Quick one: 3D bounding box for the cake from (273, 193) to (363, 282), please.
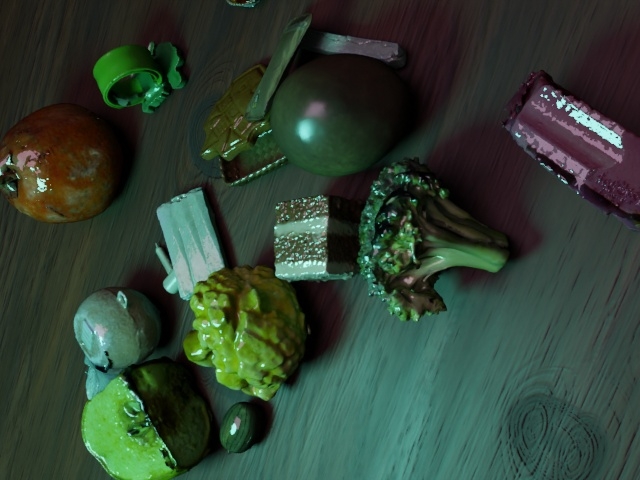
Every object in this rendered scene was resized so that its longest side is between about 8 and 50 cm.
[{"bbox_3d":[0.000,0.000,1.508,0.134,0.135,0.147,-10,79,34],"label":"cake"}]

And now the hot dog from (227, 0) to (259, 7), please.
[{"bbox_3d":[-0.134,-0.554,1.655,0.108,0.059,0.191,27,106,35],"label":"hot dog"}]

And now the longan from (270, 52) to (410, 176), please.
[{"bbox_3d":[0.026,-0.218,1.454,0.246,0.246,0.215,17,111,33],"label":"longan"}]

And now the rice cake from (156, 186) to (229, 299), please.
[{"bbox_3d":[-0.261,0.003,1.722,0.124,0.038,0.211,-26,75,8],"label":"rice cake"}]

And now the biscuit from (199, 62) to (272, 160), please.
[{"bbox_3d":[-0.161,-0.240,1.628,0.215,0.034,0.182,-47,42,9],"label":"biscuit"}]

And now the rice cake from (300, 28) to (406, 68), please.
[{"bbox_3d":[0.049,-0.354,1.534,0.245,0.045,0.042,19,89,34],"label":"rice cake"}]

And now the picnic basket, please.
[{"bbox_3d":[-0.114,-0.177,1.633,0.193,0.055,0.110,-21,72,30],"label":"picnic basket"}]

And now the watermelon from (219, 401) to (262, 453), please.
[{"bbox_3d":[-0.157,0.368,1.645,0.078,0.078,0.110,31,105,30],"label":"watermelon"}]

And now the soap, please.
[{"bbox_3d":[0.390,-0.134,1.225,0.289,0.182,0.112,44,108,26],"label":"soap"}]

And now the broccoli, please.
[{"bbox_3d":[0.181,-0.003,1.353,0.243,0.247,0.263,13,55,2],"label":"broccoli"}]

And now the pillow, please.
[{"bbox_3d":[-0.078,-0.317,1.534,0.217,0.033,0.130,-65,24,-2],"label":"pillow"}]

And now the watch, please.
[{"bbox_3d":[-0.389,-0.358,1.765,0.165,0.152,0.131,-35,68,30],"label":"watch"}]

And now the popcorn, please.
[{"bbox_3d":[-0.137,0.179,1.565,0.237,0.206,0.251,8,112,17],"label":"popcorn"}]

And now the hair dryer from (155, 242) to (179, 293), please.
[{"bbox_3d":[-0.322,0.048,1.788,0.063,0.038,0.124,-48,58,22],"label":"hair dryer"}]

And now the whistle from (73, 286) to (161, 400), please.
[{"bbox_3d":[-0.441,0.226,1.811,0.189,0.189,0.348,47,134,25],"label":"whistle"}]

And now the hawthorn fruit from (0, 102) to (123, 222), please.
[{"bbox_3d":[-0.586,-0.153,1.808,0.276,0.307,0.276,7,106,27],"label":"hawthorn fruit"}]

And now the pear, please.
[{"bbox_3d":[-0.364,0.398,1.739,0.255,0.164,0.238,-39,79,33],"label":"pear"}]
